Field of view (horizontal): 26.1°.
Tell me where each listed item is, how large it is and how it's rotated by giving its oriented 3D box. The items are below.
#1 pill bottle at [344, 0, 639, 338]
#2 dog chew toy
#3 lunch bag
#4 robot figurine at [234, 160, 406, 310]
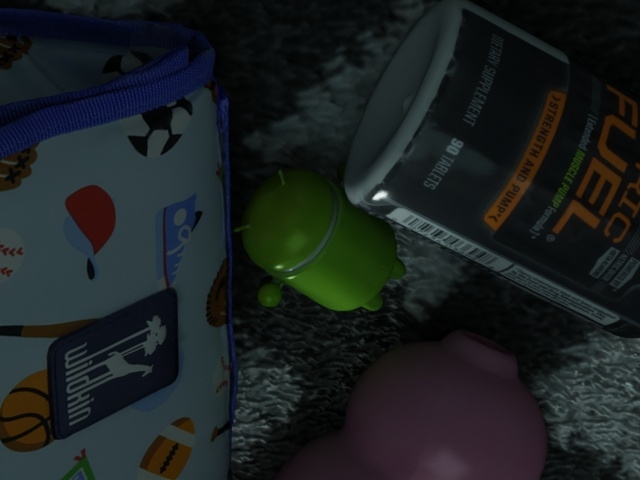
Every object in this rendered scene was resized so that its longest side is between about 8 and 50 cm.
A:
[{"bbox_3d":[0.147,-0.028,0.784,0.245,0.130,0.130,26,118,-13],"label":"pill bottle"},{"bbox_3d":[0.039,0.215,0.885,0.206,0.206,0.332,22,97,-10],"label":"dog chew toy"},{"bbox_3d":[-0.240,0.045,0.795,0.385,0.239,0.328,-6,121,-11],"label":"lunch bag"},{"bbox_3d":[0.000,0.000,0.832,0.115,0.067,0.101,32,96,-41],"label":"robot figurine"}]
